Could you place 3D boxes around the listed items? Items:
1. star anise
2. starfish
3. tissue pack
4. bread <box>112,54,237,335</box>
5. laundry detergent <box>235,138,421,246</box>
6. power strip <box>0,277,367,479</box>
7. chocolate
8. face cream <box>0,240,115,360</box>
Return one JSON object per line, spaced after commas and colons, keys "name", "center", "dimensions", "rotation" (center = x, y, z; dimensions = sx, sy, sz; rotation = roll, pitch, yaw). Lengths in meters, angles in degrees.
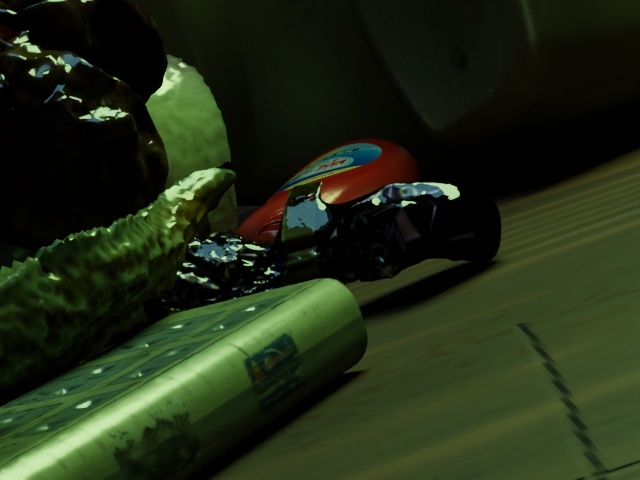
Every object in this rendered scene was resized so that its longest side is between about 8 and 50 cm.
{"name": "star anise", "center": [-0.167, -0.066, 0.760], "dimensions": [0.220, 0.125, 0.190], "rotation": [-3, 45, -14]}
{"name": "starfish", "center": [-0.183, 0.065, 0.606], "dimensions": [0.358, 0.078, 0.347], "rotation": [-40, -14, 9]}
{"name": "tissue pack", "center": [0.059, -0.173, 1.100], "dimensions": [0.277, 0.267, 0.387], "rotation": [-22, 6, -40]}
{"name": "bread", "center": [-0.215, 0.007, 0.898], "dimensions": [0.338, 0.155, 0.187], "rotation": [-23, 14, -38]}
{"name": "laundry detergent", "center": [-0.006, -0.007, 0.898], "dimensions": [0.097, 0.049, 0.165], "rotation": [-24, 6, 19]}
{"name": "power strip", "center": [-0.084, 0.069, 0.558], "dimensions": [0.092, 0.034, 0.268], "rotation": [-14, 9, 35]}
{"name": "chocolate", "center": [-0.001, 0.001, 0.763], "dimensions": [0.147, 0.070, 0.072], "rotation": [-22, 11, 8]}
{"name": "face cream", "center": [-0.176, 0.041, 0.762], "dimensions": [0.198, 0.057, 0.084], "rotation": [-16, -36, -43]}
